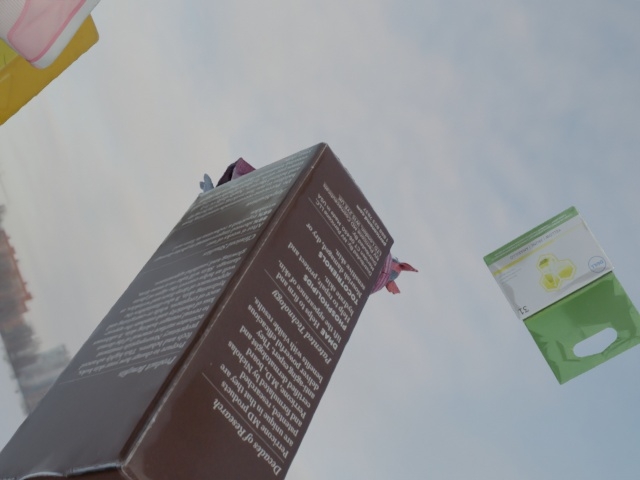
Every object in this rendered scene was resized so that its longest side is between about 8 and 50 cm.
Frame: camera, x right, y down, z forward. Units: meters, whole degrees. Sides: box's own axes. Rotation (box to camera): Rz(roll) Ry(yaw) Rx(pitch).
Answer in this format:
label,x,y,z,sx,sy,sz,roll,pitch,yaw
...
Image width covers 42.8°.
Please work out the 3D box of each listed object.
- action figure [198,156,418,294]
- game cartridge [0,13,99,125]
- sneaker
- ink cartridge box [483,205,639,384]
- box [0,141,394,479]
label,x,y,z,sx,sy,sz,roll,pitch,yaw
action figure,0.000,0.000,1.226,0.276,0.370,0.248,5,-100,68
game cartridge,-0.314,-0.224,0.609,0.053,0.285,0.323,13,-41,23
sneaker,-0.198,-0.200,0.602,0.070,0.134,0.051,35,0,-41
ink cartridge box,0.393,0.087,1.302,0.235,0.171,0.056,63,12,19
box,-0.092,0.092,0.714,0.191,0.381,0.143,-18,-63,38
